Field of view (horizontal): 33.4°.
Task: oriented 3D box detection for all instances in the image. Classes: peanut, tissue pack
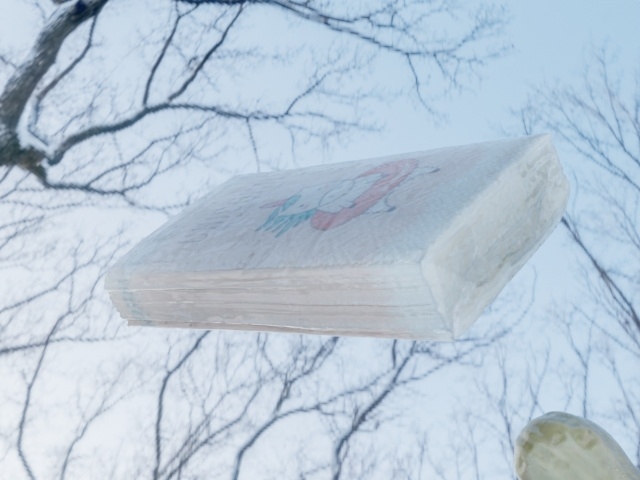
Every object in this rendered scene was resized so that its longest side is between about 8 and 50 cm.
[{"bbox_3d":[0.222,0.198,0.784,0.187,0.082,0.082,38,-65,8],"label":"peanut"},{"bbox_3d":[0.000,0.000,0.764,0.325,0.170,0.071,-3,-60,46],"label":"tissue pack"}]
